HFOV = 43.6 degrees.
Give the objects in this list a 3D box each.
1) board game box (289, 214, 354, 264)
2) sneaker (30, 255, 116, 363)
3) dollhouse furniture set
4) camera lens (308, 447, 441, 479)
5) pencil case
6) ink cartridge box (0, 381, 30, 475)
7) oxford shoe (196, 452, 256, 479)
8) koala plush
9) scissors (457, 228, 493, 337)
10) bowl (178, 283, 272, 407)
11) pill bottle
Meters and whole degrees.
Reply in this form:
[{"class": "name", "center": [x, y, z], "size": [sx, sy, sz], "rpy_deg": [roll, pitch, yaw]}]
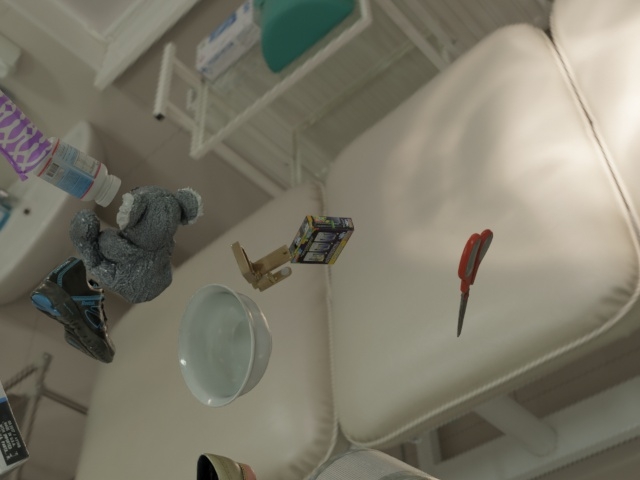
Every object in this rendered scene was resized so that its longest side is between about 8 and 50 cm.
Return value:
[{"class": "board game box", "center": [0.000, 0.000, 2.280], "size": [0.170, 0.141, 0.048], "rpy_deg": [121, 142, -45]}, {"class": "sneaker", "center": [-0.544, 0.174, 1.882], "size": [0.125, 0.341, 0.140], "rpy_deg": [19, 60, 20]}, {"class": "dollhouse furniture set", "center": [-0.151, 0.053, 2.197], "size": [0.123, 0.151, 0.144], "rpy_deg": [-29, 50, 3]}, {"class": "camera lens", "center": [0.101, 0.442, 1.183], "size": [0.219, 0.219, 0.274], "rpy_deg": [-62, 23, -13]}, {"class": "pencil case", "center": [-0.569, -0.208, 1.402], "size": [0.086, 0.206, 0.088], "rpy_deg": [-19, 34, 42]}, {"class": "ink cartridge box", "center": [-0.440, 0.204, 0.972], "size": [0.208, 0.045, 0.206], "rpy_deg": [-36, 77, 43]}, {"class": "oxford shoe", "center": [-0.221, 0.636, 1.682], "size": [0.140, 0.146, 0.397], "rpy_deg": [-37, 37, 22]}, {"class": "koala plush", "center": [-0.326, -0.017, 1.484], "size": [0.221, 0.196, 0.203], "rpy_deg": [-49, 58, 37]}, {"class": "scissors", "center": [0.290, 0.102, 1.623], "size": [0.021, 0.109, 0.297], "rpy_deg": [29, 127, 25]}, {"class": "bowl", "center": [-0.213, 0.255, 1.962], "size": [0.297, 0.134, 0.298], "rpy_deg": [-6, 82, 46]}, {"class": "pill bottle", "center": [-0.488, -0.134, 1.606], "size": [0.087, 0.160, 0.087], "rpy_deg": [-40, 32, 32]}]
